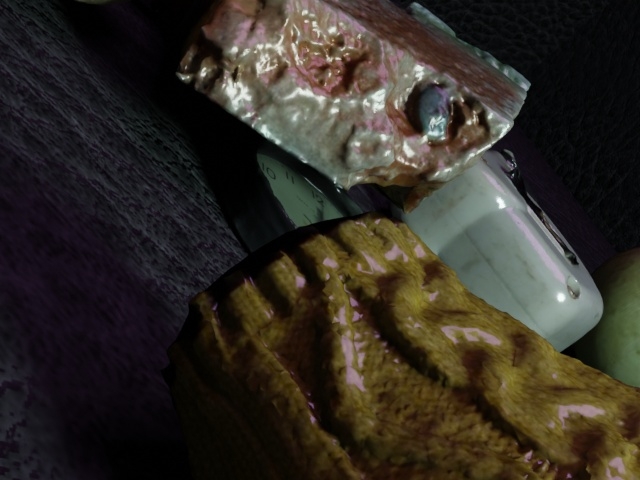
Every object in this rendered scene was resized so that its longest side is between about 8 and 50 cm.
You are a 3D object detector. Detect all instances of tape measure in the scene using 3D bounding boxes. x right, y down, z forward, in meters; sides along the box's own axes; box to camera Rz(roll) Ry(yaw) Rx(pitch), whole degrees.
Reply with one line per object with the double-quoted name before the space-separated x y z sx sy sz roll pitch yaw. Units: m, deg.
"tape measure" 0.196 0.003 1.168 0.265 0.130 0.258 52 14 10

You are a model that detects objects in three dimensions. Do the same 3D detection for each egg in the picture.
"egg" 0.447 0.141 1.362 0.295 0.218 0.218 54 13 -19

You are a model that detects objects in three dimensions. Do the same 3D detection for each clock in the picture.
"clock" 0.000 0.000 0.796 0.184 0.040 0.184 45 17 -17

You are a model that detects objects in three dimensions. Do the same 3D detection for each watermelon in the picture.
"watermelon" 0.027 -0.131 0.830 0.264 0.151 0.302 33 7 -12

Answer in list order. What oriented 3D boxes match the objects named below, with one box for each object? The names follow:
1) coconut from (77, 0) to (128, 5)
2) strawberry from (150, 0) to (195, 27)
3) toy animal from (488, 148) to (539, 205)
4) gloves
"coconut" -0.161 -0.271 0.731 0.237 0.237 0.197 47 57 -7
"strawberry" -0.082 -0.226 0.926 0.208 0.167 0.087 1 31 -40
"toy animal" 0.237 -0.091 1.562 0.225 0.094 0.121 50 3 40
"gloves" 0.075 0.146 0.399 0.203 0.155 0.356 -21 71 -38
